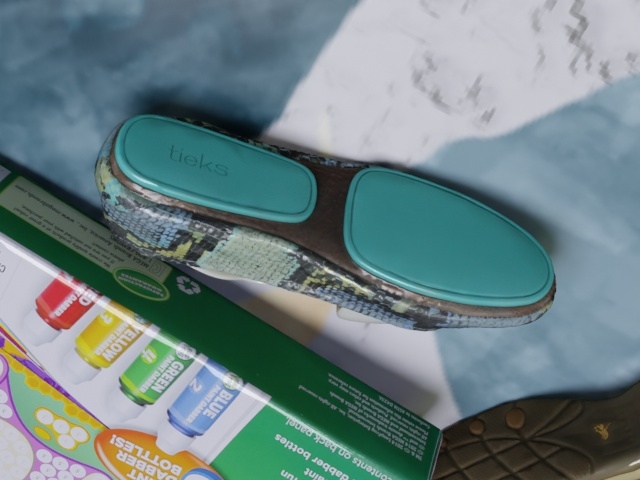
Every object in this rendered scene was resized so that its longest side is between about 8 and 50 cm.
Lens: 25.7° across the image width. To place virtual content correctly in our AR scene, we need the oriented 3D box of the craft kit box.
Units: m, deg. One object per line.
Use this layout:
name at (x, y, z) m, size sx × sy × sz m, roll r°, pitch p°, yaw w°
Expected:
craft kit box at (-0.116, 0.117, 0.617) m, size 0.250 × 0.061 × 0.246 m, roll 31°, pitch 118°, yaw -2°

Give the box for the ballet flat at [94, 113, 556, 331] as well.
ballet flat at (0.000, 0.000, 0.568) m, size 0.188 × 0.070 × 0.070 m, roll 20°, pitch 117°, yaw -4°

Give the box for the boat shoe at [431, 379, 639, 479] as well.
boat shoe at (0.117, 0.103, 0.604) m, size 0.178 × 0.064 × 0.060 m, roll -17°, pitch 119°, yaw 16°
